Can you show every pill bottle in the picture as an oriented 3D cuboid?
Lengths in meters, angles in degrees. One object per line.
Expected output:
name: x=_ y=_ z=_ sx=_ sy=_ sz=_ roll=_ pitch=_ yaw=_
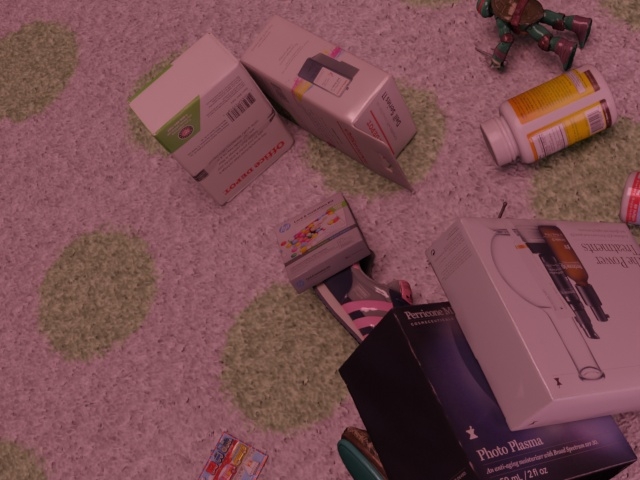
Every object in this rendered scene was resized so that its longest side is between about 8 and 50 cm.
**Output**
pill bottle: x=0.389 y=-0.209 z=1.544 sx=0.215 sy=0.117 sz=0.117 roll=-24 pitch=61 yaw=8
pill bottle: x=0.567 y=-0.056 z=1.429 sx=0.160 sy=0.087 sz=0.087 roll=13 pitch=72 yaw=24

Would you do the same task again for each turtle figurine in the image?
turtle figurine: x=0.366 y=-0.397 z=1.643 sx=0.234 sy=0.118 sz=0.175 roll=25 pitch=77 yaw=21

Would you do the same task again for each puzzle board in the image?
puzzle board: x=-0.158 y=0.402 z=1.526 sx=0.096 sy=0.011 sz=0.128 roll=22 pitch=76 yaw=27

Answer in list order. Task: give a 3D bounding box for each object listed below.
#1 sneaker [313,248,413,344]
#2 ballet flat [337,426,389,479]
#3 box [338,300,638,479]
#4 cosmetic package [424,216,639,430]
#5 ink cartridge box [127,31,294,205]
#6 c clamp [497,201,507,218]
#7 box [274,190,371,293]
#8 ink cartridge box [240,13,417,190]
sneaker: x=0.122 y=0.137 z=1.487 sx=0.131 sy=0.112 sz=0.319 roll=-44 pitch=61 yaw=0
ballet flat: x=0.211 y=0.459 z=1.307 sx=0.182 sy=0.164 sz=0.483 roll=-24 pitch=65 yaw=-17
box: x=0.231 y=0.245 z=1.276 sx=0.183 sy=0.296 sz=0.294 roll=-56 pitch=50 yaw=41
cosmetic package: x=0.364 y=0.107 z=1.284 sx=0.097 sy=0.377 sz=0.285 roll=-49 pitch=52 yaw=42
ink cartridge box: x=-0.195 y=-0.218 z=1.668 sx=0.198 sy=0.273 sz=0.115 roll=-41 pitch=58 yaw=-2
c clamp: x=0.321 y=0.037 z=1.454 sx=0.022 sy=0.137 sz=0.161 roll=-24 pitch=64 yaw=-22
box: x=0.000 y=0.000 z=1.587 sx=0.145 sy=0.038 sz=0.186 roll=-29 pitch=30 yaw=6
ink cartridge box: x=0.044 y=-0.249 z=1.633 sx=0.353 sy=0.207 sz=0.119 roll=34 pitch=83 yaw=28
